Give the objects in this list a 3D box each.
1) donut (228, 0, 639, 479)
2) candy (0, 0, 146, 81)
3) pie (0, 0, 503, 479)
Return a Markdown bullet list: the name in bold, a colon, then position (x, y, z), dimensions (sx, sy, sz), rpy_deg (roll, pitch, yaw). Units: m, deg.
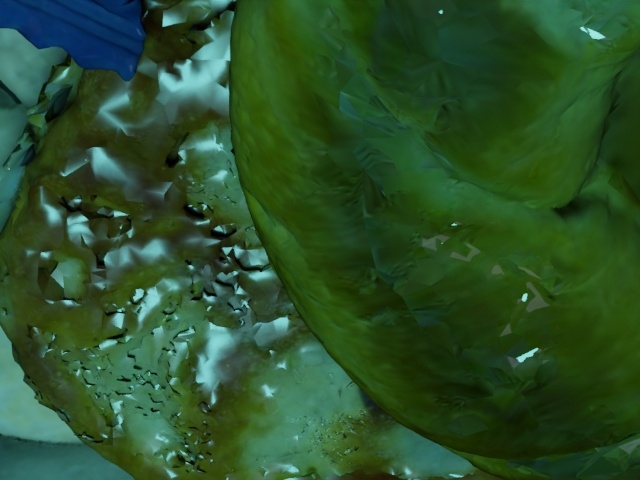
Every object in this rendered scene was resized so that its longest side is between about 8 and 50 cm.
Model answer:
- **donut**: position (0.135, -0.065, 0.475), dimensions (0.360, 0.170, 0.360), rpy_deg (3, 133, 4)
- **candy**: position (-0.111, -0.187, 0.472), dimensions (0.187, 0.077, 0.331), rpy_deg (30, 140, 9)
- **pie**: position (0.000, 0.001, 0.669), dimensions (0.308, 0.085, 0.308), rpy_deg (0, 120, 0)
